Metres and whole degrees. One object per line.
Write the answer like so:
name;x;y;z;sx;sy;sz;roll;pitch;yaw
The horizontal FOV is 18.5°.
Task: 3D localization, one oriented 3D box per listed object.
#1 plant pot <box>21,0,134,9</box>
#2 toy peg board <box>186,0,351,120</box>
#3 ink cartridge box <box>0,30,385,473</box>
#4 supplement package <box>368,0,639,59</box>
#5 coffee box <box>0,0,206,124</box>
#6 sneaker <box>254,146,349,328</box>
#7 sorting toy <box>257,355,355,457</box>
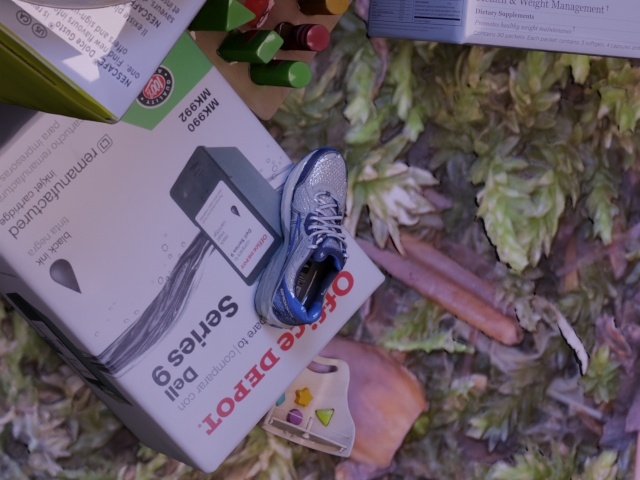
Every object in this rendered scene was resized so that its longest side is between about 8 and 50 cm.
plant pot;-0.137;-0.244;1.059;0.236;0.032;0.236;-4;99;-26
toy peg board;-0.040;-0.198;1.477;0.161;0.079;0.160;40;78;-27
ink cartridge box;-0.122;-0.005;1.432;0.211;0.121;0.289;-48;115;-16
supplement package;0.162;-0.251;1.540;0.194;0.149;0.203;1;97;-29
coffee box;-0.220;-0.308;1.216;0.338;0.338;0.334;39;78;-27
sneaker;0.000;0.000;1.398;0.052;0.058;0.135;16;86;-32
sorting toy;-0.009;0.123;1.560;0.083;0.045;0.075;25;77;-28
